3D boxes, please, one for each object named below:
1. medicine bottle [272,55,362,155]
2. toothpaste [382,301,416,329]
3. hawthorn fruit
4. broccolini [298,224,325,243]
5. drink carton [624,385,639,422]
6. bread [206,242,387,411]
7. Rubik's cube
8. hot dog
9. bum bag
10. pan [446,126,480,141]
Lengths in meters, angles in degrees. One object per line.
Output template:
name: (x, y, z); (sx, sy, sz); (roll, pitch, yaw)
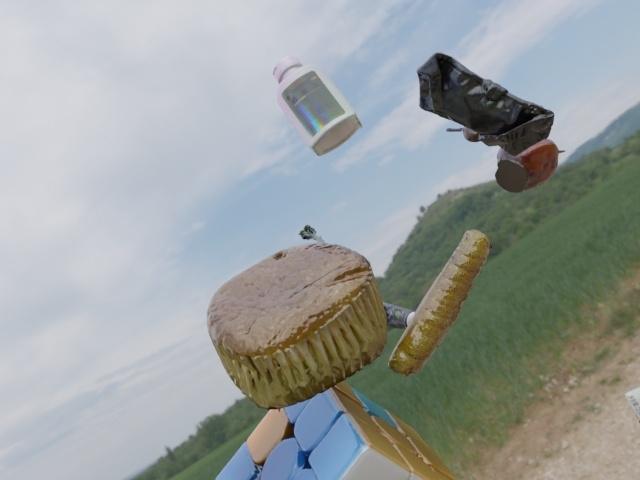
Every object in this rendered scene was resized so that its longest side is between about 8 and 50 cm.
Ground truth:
medicine bottle: (-0.020, -0.283, 1.211); (0.115, 0.219, 0.078); (-36, -24, 6)
toothpaste: (0.193, 0.197, 1.523); (0.045, 0.071, 0.194); (3, 3, -37)
hawthorn fruit: (0.694, -0.265, 1.951); (0.252, 0.189, 0.189); (-20, -11, -3)
broccolini: (0.001, 0.001, 1.517); (0.044, 0.042, 0.218); (-45, 27, -7)
drink carton: (1.006, 0.430, 1.579); (0.325, 0.194, 0.132); (-33, -24, 20)
bread: (-0.032, 0.114, 0.875); (0.254, 0.142, 0.227); (-31, 31, -16)
Rubik's cube: (0.037, 0.433, 0.994); (0.290, 0.291, 0.292); (-53, 22, 0)
hot dog: (0.211, 0.110, 1.034); (0.288, 0.068, 0.083); (-55, -16, -9)
bum bag: (0.337, -0.284, 1.265); (0.074, 0.310, 0.137); (-49, -13, -44)
pan: (0.369, -0.282, 1.503); (0.023, 0.115, 0.068); (38, -115, -53)
